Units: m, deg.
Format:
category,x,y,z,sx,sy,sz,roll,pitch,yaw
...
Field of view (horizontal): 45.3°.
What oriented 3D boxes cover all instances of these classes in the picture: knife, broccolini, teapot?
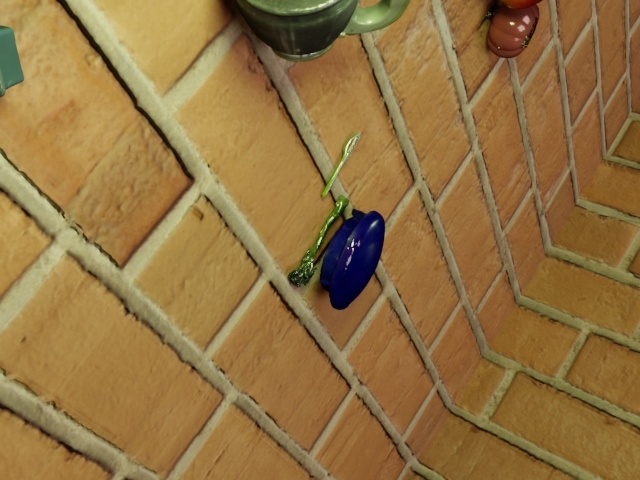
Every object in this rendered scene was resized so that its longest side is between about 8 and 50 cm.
category,x,y,z,sx,sy,sz,roll,pitch,yaw
knife,0.048,-0.185,1.846,0.184,0.026,0.022,-62,175,-4
broccolini,0.006,0.005,1.875,0.254,0.057,0.071,-56,-172,-11
teapot,-0.007,-0.470,1.416,0.321,0.240,0.239,-35,161,-10

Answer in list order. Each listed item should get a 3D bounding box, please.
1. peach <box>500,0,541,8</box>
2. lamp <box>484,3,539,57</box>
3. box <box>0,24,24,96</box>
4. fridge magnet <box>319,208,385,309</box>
category,x,y,z,sx,sy,sz,roll,pitch,yaw
peach,0.521,-0.727,1.981,0.199,0.243,0.244,3,107,-47
lamp,0.537,-0.608,2.172,0.182,0.140,0.182,-53,162,-26
box,-0.462,-0.257,1.076,0.054,0.074,0.099,-46,143,-50
fridge magnet,0.083,0.047,1.920,0.265,0.112,0.266,-54,158,-34
